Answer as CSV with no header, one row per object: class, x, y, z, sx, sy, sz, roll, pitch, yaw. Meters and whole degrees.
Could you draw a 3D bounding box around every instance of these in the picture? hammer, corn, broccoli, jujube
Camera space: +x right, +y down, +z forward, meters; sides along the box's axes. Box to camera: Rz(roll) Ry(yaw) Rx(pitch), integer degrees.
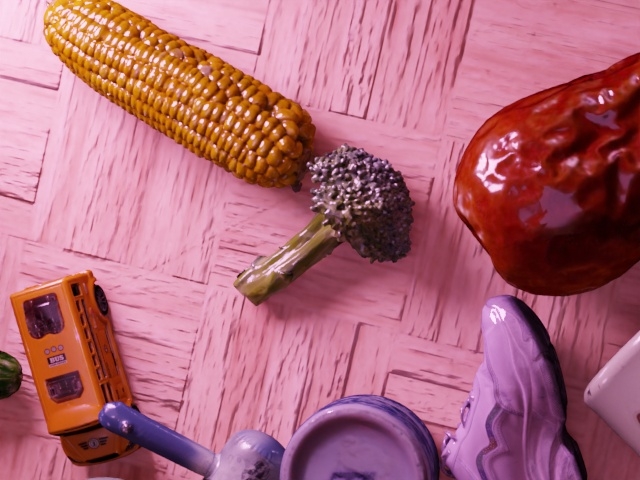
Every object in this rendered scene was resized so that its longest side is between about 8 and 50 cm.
hammer,-0.133,0.214,1.534,0.194,0.069,0.116,30,98,-15
corn,-0.145,-0.150,1.532,0.313,0.102,0.102,28,97,8
broccoli,-0.001,-0.002,1.523,0.204,0.122,0.118,-40,70,24
jujube,0.249,-0.066,1.426,0.255,0.190,0.190,-40,85,9

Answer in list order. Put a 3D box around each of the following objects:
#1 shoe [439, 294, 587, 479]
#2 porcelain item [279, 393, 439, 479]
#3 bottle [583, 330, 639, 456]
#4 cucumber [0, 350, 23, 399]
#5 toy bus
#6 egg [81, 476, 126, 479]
shoe,0.172,0.177,1.489,0.137,0.095,0.245,-14,96,8
porcelain item,0.041,0.224,1.504,0.147,0.114,0.147,0,90,11
bottle,0.429,0.187,1.375,0.351,0.229,0.229,44,99,12
cucumber,-0.423,0.132,1.610,0.241,0.074,0.074,7,94,9
toy bus,-0.247,0.133,1.567,0.083,0.088,0.194,-17,90,12
egg,-0.243,0.337,1.534,0.168,0.168,0.231,39,96,7
